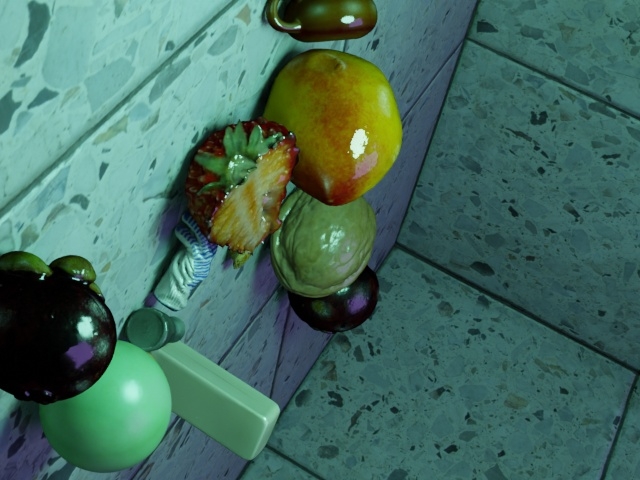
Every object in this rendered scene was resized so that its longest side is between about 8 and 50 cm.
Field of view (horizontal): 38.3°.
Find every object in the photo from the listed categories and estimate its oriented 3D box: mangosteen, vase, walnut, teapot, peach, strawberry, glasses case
[{"bbox_3d":[-0.375,0.123,1.266,0.210,0.210,0.210,-57,168,-20],"label":"mangosteen"},{"bbox_3d":[-0.326,0.181,1.876,0.086,0.086,0.214,-61,173,-2],"label":"vase"},{"bbox_3d":[0.002,0.001,2.403,0.252,0.277,0.313,43,64,-38],"label":"walnut"},{"bbox_3d":[0.040,0.136,2.860,0.311,0.311,0.311,-57,168,-20],"label":"mangosteen"},{"bbox_3d":[0.000,-0.438,1.719,0.252,0.178,0.135,-12,99,-38],"label":"teapot"},{"bbox_3d":[0.026,-0.230,1.857,0.308,0.289,0.289,-93,-158,-59],"label":"peach"},{"bbox_3d":[-0.152,-0.119,1.741,0.253,0.150,0.280,-55,162,1],"label":"strawberry"},{"bbox_3d":[-0.243,0.341,2.003,0.070,0.313,0.131,-34,150,-59],"label":"glasses case"}]

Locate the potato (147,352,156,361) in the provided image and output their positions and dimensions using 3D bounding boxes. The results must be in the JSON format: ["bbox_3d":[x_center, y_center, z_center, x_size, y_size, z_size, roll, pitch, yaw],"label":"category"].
[{"bbox_3d":[-0.382,0.280,1.783,0.178,0.109,0.118,-54,146,-54],"label":"potato"}]

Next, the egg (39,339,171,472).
[{"bbox_3d":[-0.366,0.285,1.579,0.220,0.220,0.270,-57,168,-22],"label":"egg"}]

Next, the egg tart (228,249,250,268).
[{"bbox_3d":[-0.180,0.008,2.171,0.129,0.049,0.129,-59,174,-10],"label":"egg tart"}]

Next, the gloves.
[{"bbox_3d":[-0.257,0.029,1.816,0.119,0.097,0.229,-137,-115,-68],"label":"gloves"}]
